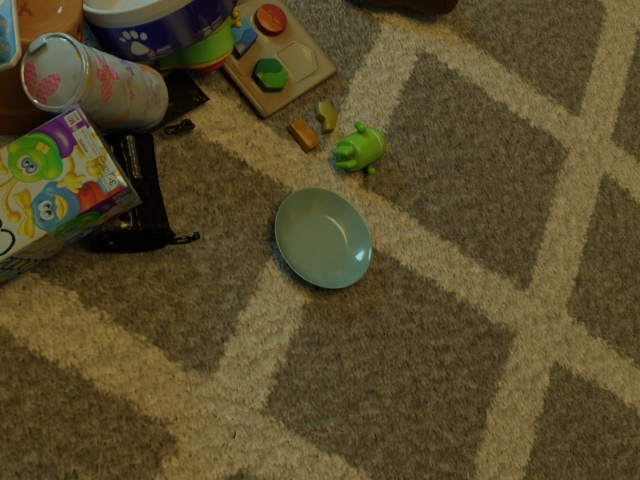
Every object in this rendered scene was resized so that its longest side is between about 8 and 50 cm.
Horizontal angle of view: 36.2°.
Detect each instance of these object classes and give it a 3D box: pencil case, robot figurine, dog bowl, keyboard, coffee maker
[{"bbox_3d":[-0.339,-0.238,1.500,0.273,0.114,0.124,-1,77,-72],"label":"pencil case"},{"bbox_3d":[0.077,-0.173,1.850,0.115,0.067,0.101,-29,111,-36],"label":"robot figurine"},{"bbox_3d":[-0.275,-0.424,1.653,0.264,0.265,0.104,-64,147,-34],"label":"dog bowl"},{"bbox_3d":[-0.273,-0.224,1.708,0.108,0.023,0.180,48,55,7],"label":"keyboard"},{"bbox_3d":[-0.302,-0.077,1.580,0.171,0.120,0.178,11,61,-51],"label":"coffee maker"}]

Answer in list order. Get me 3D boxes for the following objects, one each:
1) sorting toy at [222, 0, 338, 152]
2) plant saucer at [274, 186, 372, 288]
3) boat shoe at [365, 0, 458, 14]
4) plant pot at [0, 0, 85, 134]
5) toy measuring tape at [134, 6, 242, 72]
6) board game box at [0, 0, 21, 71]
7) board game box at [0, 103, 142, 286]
[{"bbox_3d":[-0.066,-0.327,1.858,0.229,0.041,0.307,-38,89,-36],"label":"sorting toy"},{"bbox_3d":[0.000,0.000,1.746,0.195,0.037,0.194,12,63,-24],"label":"plant saucer"},{"bbox_3d":[0.146,-0.551,2.055,0.302,0.109,0.098,9,24,-25],"label":"boat shoe"},{"bbox_3d":[-0.493,-0.340,1.528,0.291,0.203,0.290,13,61,-24],"label":"plant pot"},{"bbox_3d":[-0.252,-0.320,1.689,0.330,0.121,0.121,-39,90,-29],"label":"toy measuring tape"},{"bbox_3d":[-0.625,-0.369,1.399,0.050,0.390,0.389,39,37,-66],"label":"board game box"},{"bbox_3d":[-0.418,-0.052,1.401,0.275,0.144,0.142,-31,85,-5],"label":"board game box"}]
